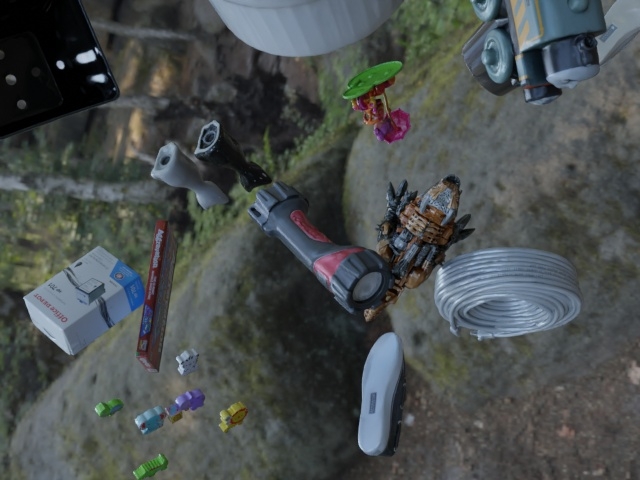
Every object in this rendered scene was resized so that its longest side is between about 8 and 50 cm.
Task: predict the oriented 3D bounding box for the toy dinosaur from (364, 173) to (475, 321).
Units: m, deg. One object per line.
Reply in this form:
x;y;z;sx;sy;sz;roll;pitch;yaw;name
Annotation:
0.143;0.009;1.465;0.322;0.164;0.218;-37;12;34;toy dinosaur

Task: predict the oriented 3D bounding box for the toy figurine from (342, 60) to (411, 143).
0.135;-0.282;1.885;0.130;0.159;0.173;-4;31;39;toy figurine

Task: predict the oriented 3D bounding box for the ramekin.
-0.019;-0.341;0.967;0.135;0.277;0.277;60;-152;-62;ramekin

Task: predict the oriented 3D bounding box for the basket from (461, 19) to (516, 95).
0.391;-0.388;1.623;0.227;0.154;0.204;-39;68;35;basket

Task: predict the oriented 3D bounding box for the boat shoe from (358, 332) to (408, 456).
0.127;0.287;1.589;0.080;0.076;0.229;-16;55;41;boat shoe

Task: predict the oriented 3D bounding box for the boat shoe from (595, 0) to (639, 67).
0.511;-0.357;1.485;0.184;0.066;0.063;-51;-14;4;boat shoe

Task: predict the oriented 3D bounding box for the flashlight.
0.000;0.000;1.459;0.304;0.103;0.103;46;112;42;flashlight

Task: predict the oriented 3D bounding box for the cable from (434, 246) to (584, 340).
0.329;0.093;1.517;0.257;0.257;0.089;-6;63;22;cable

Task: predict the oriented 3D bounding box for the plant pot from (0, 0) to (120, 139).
-0.424;-0.245;1.218;0.167;0.187;0.188;-5;109;60;plant pot

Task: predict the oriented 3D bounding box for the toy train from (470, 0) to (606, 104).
0.288;-0.353;1.154;0.190;0.142;0.334;176;84;-77;toy train

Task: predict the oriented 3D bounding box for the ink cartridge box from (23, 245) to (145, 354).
-0.467;0.117;1.722;0.139;0.190;0.082;30;142;30;ink cartridge box

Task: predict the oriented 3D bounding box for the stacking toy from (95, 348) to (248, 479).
-0.264;0.300;1.521;0.167;0.221;0.052;43;146;33;stacking toy

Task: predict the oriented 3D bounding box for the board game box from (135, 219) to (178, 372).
-0.330;0.115;1.754;0.145;0.027;0.281;96;179;-70;board game box

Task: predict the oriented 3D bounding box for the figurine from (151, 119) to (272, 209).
-0.253;-0.158;2.029;0.214;0.209;0.092;-21;49;27;figurine
